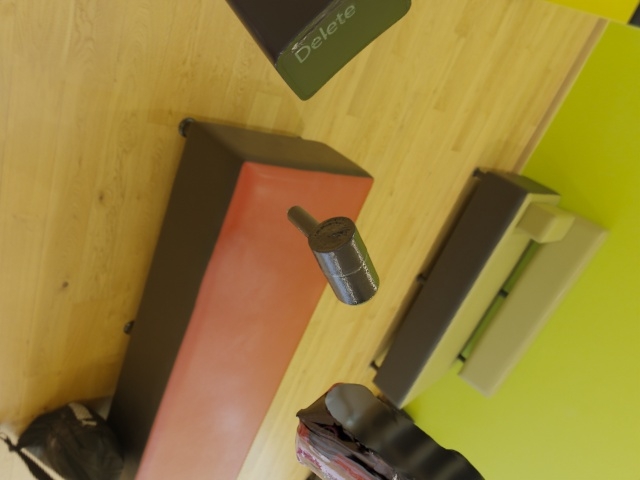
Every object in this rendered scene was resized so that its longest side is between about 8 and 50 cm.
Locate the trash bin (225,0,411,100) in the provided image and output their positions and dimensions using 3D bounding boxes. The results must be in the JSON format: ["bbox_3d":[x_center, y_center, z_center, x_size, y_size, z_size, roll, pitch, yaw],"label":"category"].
[{"bbox_3d":[-0.036,-0.306,0.519,0.165,0.225,0.115,-39,168,10],"label":"trash bin"}]

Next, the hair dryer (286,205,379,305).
[{"bbox_3d":[0.000,0.000,0.716,0.072,0.219,0.124,-35,131,-11],"label":"hair dryer"}]

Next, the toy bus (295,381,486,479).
[{"bbox_3d":[0.103,0.358,0.742,0.128,0.303,0.147,-29,142,-48],"label":"toy bus"}]
